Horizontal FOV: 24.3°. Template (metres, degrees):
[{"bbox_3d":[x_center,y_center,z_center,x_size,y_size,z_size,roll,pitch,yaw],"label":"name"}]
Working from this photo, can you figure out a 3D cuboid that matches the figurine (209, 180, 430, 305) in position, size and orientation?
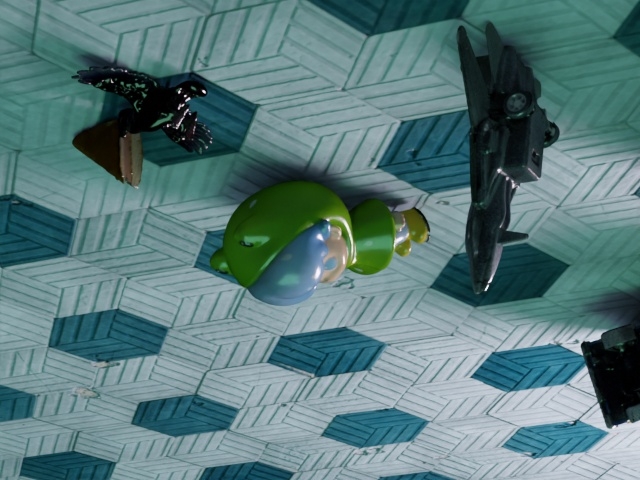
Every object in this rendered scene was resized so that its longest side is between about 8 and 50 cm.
[{"bbox_3d":[0.000,0.000,1.805,0.263,0.143,0.162,-7,164,-29],"label":"figurine"}]

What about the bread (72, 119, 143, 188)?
[{"bbox_3d":[-0.228,-0.105,1.666,0.043,0.109,0.062,26,99,-49],"label":"bread"}]

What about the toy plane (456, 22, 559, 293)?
[{"bbox_3d":[0.188,-0.074,1.516,0.088,0.267,0.212,-11,152,29],"label":"toy plane"}]

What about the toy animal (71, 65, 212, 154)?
[{"bbox_3d":[-0.175,-0.140,1.608,0.108,0.062,0.220,1,160,38],"label":"toy animal"}]

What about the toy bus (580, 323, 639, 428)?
[{"bbox_3d":[0.531,0.158,2.079,0.287,0.138,0.175,-24,167,37],"label":"toy bus"}]
